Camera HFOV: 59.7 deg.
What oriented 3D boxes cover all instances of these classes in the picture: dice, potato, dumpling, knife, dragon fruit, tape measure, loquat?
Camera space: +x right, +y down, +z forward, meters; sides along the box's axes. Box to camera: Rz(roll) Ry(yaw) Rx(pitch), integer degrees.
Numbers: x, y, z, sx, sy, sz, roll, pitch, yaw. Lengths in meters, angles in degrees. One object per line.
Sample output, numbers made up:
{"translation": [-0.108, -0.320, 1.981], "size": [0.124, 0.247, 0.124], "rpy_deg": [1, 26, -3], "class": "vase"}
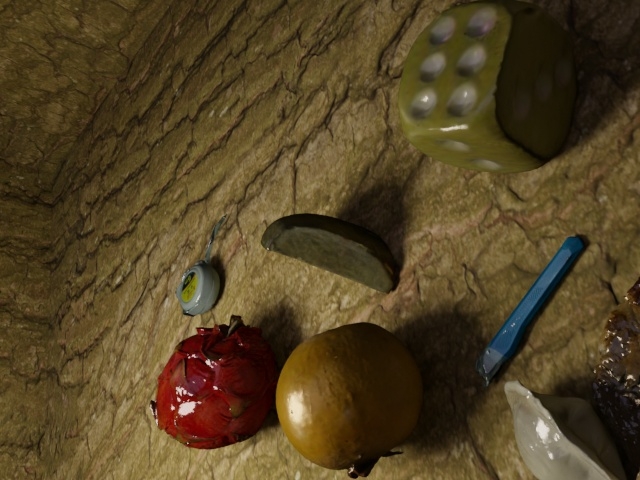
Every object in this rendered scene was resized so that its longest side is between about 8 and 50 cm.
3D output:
{"translation": [0.292, -0.261, 0.985], "size": [0.227, 0.233, 0.238], "rpy_deg": [11, 84, 49], "class": "dice"}
{"translation": [0.000, 0.000, 1.185], "size": [0.270, 0.255, 0.111], "rpy_deg": [26, 97, 48], "class": "potato"}
{"translation": [0.345, 0.280, 0.792], "size": [0.126, 0.166, 0.215], "rpy_deg": [-21, 54, 8], "class": "dumpling"}
{"translation": [0.351, 0.121, 0.944], "size": [0.044, 0.026, 0.296], "rpy_deg": [43, 105, 43], "class": "knife"}
{"translation": [-0.244, 0.344, 1.316], "size": [0.277, 0.278, 0.342], "rpy_deg": [28, 96, 48], "class": "dragon fruit"}
{"translation": [-0.310, 0.079, 1.611], "size": [0.330, 0.084, 0.164], "rpy_deg": [-52, 47, 22], "class": "tape measure"}
{"translation": [0.050, 0.293, 1.024], "size": [0.275, 0.275, 0.274], "rpy_deg": [-19, 63, 42], "class": "loquat"}

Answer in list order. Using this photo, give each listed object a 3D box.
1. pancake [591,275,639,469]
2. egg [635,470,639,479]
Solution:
{"translation": [0.527, 0.183, 0.707], "size": [0.356, 0.065, 0.355], "rpy_deg": [-20, 61, 42], "class": "pancake"}
{"translation": [0.439, 0.303, 0.651], "size": [0.140, 0.116, 0.118], "rpy_deg": [-37, 31, 35], "class": "egg"}
